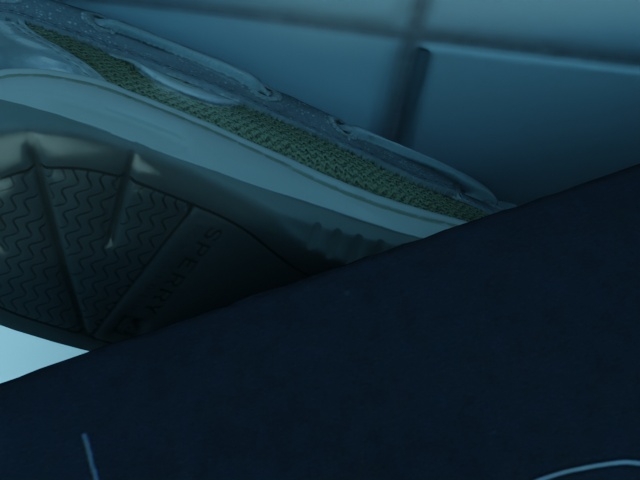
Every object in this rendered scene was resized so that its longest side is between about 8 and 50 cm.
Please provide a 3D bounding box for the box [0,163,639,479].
[{"bbox_3d":[0.126,0.150,0.401,0.396,0.293,0.212,-18,146,-6],"label":"box"}]

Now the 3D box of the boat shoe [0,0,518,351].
[{"bbox_3d":[-0.003,0.001,0.494,0.320,0.103,0.118,20,128,-33],"label":"boat shoe"}]
